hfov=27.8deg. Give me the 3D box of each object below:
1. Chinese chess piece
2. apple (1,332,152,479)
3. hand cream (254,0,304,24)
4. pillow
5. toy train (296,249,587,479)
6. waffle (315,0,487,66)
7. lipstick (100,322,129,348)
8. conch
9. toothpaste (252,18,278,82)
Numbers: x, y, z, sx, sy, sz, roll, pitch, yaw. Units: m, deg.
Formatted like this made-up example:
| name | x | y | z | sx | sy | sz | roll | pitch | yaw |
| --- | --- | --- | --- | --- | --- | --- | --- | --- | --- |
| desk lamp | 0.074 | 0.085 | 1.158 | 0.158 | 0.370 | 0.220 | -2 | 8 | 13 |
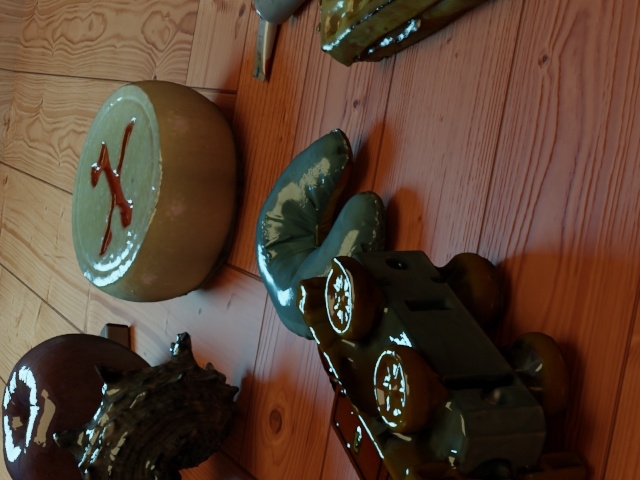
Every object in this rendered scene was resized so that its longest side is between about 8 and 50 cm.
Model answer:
| name | x | y | z | sx | sy | sz | roll | pitch | yaw |
| --- | --- | --- | --- | --- | --- | --- | --- | --- | --- |
| Chinese chess piece | -0.253 | -0.073 | 1.949 | 0.338 | 0.141 | 0.338 | -17 | 69 | 53 |
| apple | -0.366 | 0.286 | 2.019 | 0.306 | 0.235 | 0.305 | -20 | 68 | 60 |
| hand cream | -0.029 | -0.350 | 1.719 | 0.186 | 0.054 | 0.087 | -39 | 52 | 47 |
| pillow | 0.000 | 0.000 | 1.506 | 0.214 | 0.086 | 0.233 | -61 | 34 | 28 |
| toy train | 0.098 | 0.158 | 1.167 | 0.369 | 0.163 | 0.231 | -123 | 38 | -54 |
| waffle | 0.100 | -0.330 | 1.379 | 0.328 | 0.098 | 0.224 | 158 | 119 | -66 |
| lipstick | -0.355 | 0.217 | 2.238 | 0.045 | 0.045 | 0.145 | -48 | 41 | 48 |
| conch | -0.230 | 0.275 | 1.734 | 0.313 | 0.186 | 0.240 | -65 | -20 | -11 |
| toothpaste | -0.069 | -0.319 | 1.815 | 0.048 | 0.031 | 0.190 | 39 | 121 | 58 |
